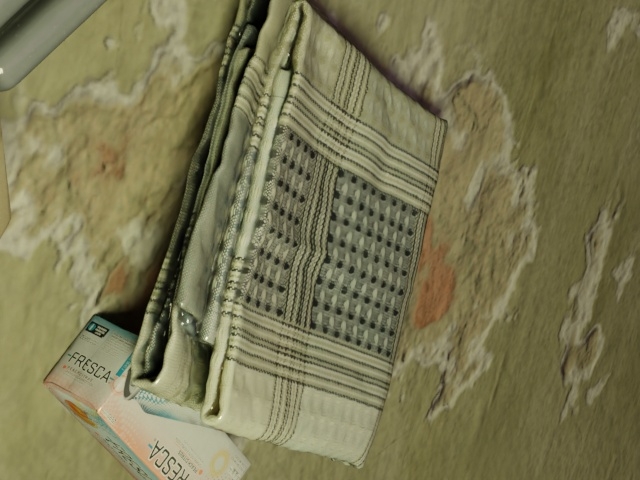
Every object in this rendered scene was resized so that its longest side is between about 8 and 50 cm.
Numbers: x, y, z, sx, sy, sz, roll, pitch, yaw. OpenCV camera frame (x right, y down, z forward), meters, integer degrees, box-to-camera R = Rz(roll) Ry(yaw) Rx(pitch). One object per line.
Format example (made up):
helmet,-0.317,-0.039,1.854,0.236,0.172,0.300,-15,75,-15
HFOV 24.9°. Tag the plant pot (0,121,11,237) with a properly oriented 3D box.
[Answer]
plant pot,-0.226,-0.030,0.772,0.096,0.109,0.109,-42,139,-51

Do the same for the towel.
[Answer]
towel,0.000,0.000,1.072,0.324,0.056,0.312,31,72,-58

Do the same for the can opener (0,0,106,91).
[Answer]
can opener,-0.118,-0.207,0.848,0.280,0.093,0.074,-50,139,-12

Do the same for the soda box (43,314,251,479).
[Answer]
soda box,-0.119,0.132,1.030,0.063,0.058,0.183,-55,143,-19
